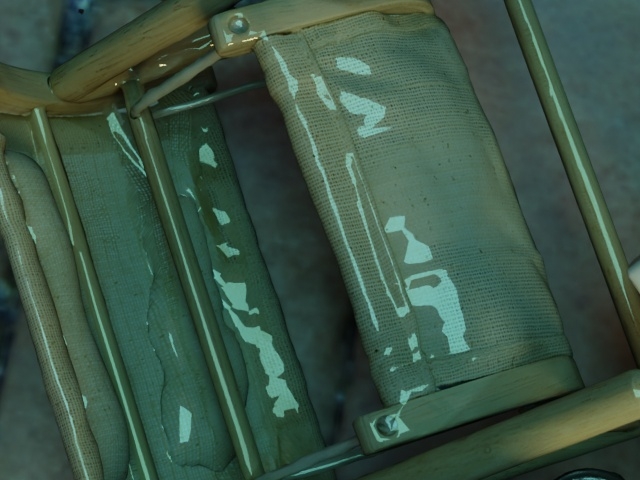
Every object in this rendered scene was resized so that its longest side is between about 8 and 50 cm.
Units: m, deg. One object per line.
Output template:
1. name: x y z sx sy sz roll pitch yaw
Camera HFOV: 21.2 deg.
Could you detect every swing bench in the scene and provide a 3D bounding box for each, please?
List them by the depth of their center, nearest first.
1. swing bench: 0.000 0.000 0.761 0.254 0.165 0.253 -21 78 15

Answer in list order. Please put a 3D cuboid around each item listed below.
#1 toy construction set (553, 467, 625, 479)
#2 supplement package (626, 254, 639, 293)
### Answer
1. toy construction set: 0.101 0.223 0.721 0.327 0.151 0.215 -25 79 -10
2. supplement package: 0.287 0.072 0.699 0.177 0.175 0.293 -39 83 15
